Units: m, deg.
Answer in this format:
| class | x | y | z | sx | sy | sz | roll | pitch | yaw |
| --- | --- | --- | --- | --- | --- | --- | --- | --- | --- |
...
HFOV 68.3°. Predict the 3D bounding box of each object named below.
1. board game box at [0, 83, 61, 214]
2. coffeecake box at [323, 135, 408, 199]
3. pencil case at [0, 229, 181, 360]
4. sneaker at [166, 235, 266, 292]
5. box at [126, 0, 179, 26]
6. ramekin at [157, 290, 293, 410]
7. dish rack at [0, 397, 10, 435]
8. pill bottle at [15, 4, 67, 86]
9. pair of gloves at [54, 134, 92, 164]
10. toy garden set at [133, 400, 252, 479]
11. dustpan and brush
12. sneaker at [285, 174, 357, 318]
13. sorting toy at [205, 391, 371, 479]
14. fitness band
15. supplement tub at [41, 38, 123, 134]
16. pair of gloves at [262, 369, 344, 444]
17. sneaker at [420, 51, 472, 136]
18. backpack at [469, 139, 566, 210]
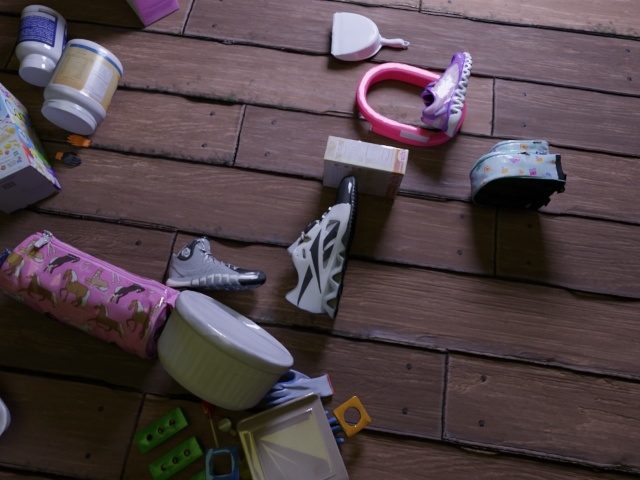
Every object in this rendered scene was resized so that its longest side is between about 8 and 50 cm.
| class | x | y | z | sx | sy | sz | roll | pitch | yaw |
| --- | --- | --- | --- | --- | --- | --- | --- | --- | --- |
| board game box | -0.776 | -0.229 | 1.146 | 0.144 | 0.142 | 0.275 | -28 | 75 | -9 |
| coffeecake box | 0.103 | -0.171 | 1.130 | 0.186 | 0.142 | 0.068 | 12 | 71 | 3 |
| pencil case | -0.491 | 0.117 | 1.027 | 0.386 | 0.167 | 0.160 | 23 | 56 | 6 |
| sneaker | -0.241 | 0.048 | 1.091 | 0.229 | 0.086 | 0.132 | -3 | 70 | 0 |
| box | -0.513 | -0.757 | 1.266 | 0.117 | 0.243 | 0.213 | -35 | 75 | -10 |
| ramekin | -0.198 | 0.224 | 0.947 | 0.273 | 0.273 | 0.127 | 33 | 88 | 10 |
| dish rack | -0.836 | 0.360 | 0.993 | 0.285 | 0.072 | 0.333 | -42 | 77 | -13 |
| pill bottle | -0.742 | -0.513 | 1.254 | 0.112 | 0.112 | 0.186 | -4 | 72 | -1 |
| pair of gloves | -0.639 | -0.235 | 1.218 | 0.074 | 0.010 | 0.083 | 16 | 74 | 5 |
| toy garden set | -0.236 | 0.456 | 0.979 | 0.204 | 0.049 | 0.244 | -32 | 74 | -8 |
| dustpan and brush | 0.141 | -0.559 | 1.308 | 0.211 | 0.060 | 0.147 | 1 | 73 | 7 |
| sneaker | 0.000 | 0.000 | 1.074 | 0.146 | 0.122 | 0.330 | 13 | 82 | 11 |
| sorting toy | -0.056 | 0.430 | 0.952 | 0.348 | 0.047 | 0.195 | -15 | 74 | -20 |
| fitness band | 0.236 | -0.359 | 1.243 | 0.291 | 0.054 | 0.208 | 20 | 70 | 5 |
| supplement tub | -0.604 | -0.386 | 1.196 | 0.145 | 0.144 | 0.199 | 12 | 73 | 4 |
| pair of gloves | -0.039 | 0.373 | 1.018 | 0.159 | 0.023 | 0.198 | -12 | 73 | -4 |
| sneaker | 0.310 | -0.376 | 1.177 | 0.105 | 0.095 | 0.236 | 14 | 71 | 9 |
| backpack | 0.450 | -0.151 | 1.113 | 0.189 | 0.166 | 0.144 | -4 | 71 | -5 |
